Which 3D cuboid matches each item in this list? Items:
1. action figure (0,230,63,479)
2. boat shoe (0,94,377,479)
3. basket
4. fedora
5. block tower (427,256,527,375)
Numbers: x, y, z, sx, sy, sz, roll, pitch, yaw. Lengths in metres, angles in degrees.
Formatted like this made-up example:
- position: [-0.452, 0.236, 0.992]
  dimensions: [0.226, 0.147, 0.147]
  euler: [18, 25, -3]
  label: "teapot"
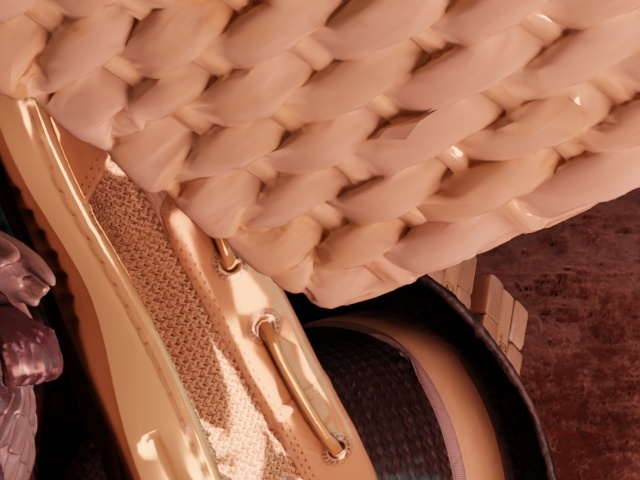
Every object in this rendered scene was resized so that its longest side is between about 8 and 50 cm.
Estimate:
- position: [-0.126, 0.100, 0.588]
  dimensions: [0.285, 0.099, 0.185]
  euler: [-86, 171, -57]
  label: "action figure"
- position: [-0.072, -0.032, 0.705]
  dimensions: [0.121, 0.110, 0.341]
  euler: [-148, -142, -70]
  label: "boat shoe"
- position: [0.018, -0.192, 0.543]
  dimensions: [0.328, 0.331, 0.266]
  euler: [35, 51, -31]
  label: "basket"
- position: [-0.041, 0.163, 0.863]
  dimensions: [0.152, 0.334, 0.334]
  euler: [3, 86, -44]
  label: "fedora"
- position: [0.000, 0.000, 0.999]
  dimensions: [0.335, 0.097, 0.091]
  euler: [43, 47, -42]
  label: "block tower"
